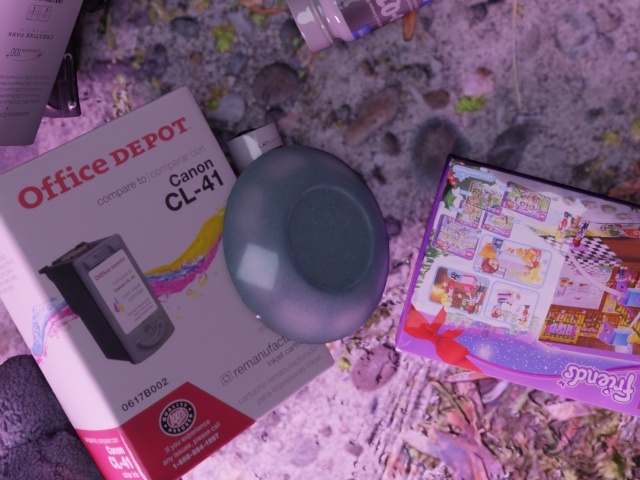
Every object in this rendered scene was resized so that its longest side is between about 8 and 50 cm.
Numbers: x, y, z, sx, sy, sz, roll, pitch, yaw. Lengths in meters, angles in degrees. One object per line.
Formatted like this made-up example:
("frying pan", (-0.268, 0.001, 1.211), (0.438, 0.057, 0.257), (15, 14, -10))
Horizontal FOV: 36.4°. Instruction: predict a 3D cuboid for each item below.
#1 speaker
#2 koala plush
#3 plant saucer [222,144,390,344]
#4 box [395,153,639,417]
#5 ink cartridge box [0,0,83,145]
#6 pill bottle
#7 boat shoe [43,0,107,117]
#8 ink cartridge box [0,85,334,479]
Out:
("speaker", (-0.046, -0.048, 0.972), (0.055, 0.055, 0.136), (-21, 98, 8))
("koala plush", (-0.281, 0.212, 0.983), (0.196, 0.203, 0.221), (-26, 76, 24))
("plant saucer", (0.000, 0.000, 0.923), (0.195, 0.037, 0.195), (8, 76, -33))
("box", (0.240, 0.049, 0.966), (0.293, 0.057, 0.201), (16, 101, 1))
("ink cartridge box", (-0.397, -0.211, 0.888), (0.309, 0.130, 0.272), (30, 108, 15))
("pill bottle", (0.040, -0.236, 0.917), (0.137, 0.078, 0.078), (-26, 98, 9))
("boat shoe", (-0.246, -0.229, 0.947), (0.076, 0.080, 0.228), (7, 97, -17))
("ink cartridge box", (-0.160, 0.045, 0.909), (0.226, 0.131, 0.306), (-33, 100, -30))
